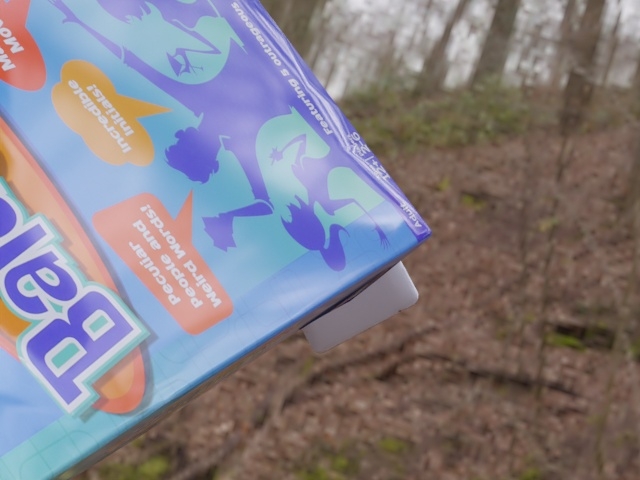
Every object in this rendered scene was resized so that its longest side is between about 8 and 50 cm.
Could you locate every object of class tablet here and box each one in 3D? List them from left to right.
[{"bbox_3d":[0.000,0.000,0.667,0.054,0.083,0.006,-30,-2,24],"label":"tablet"}]

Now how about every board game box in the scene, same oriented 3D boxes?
[{"bbox_3d":[-0.076,-0.024,0.429,0.047,0.210,0.160,-40,-95,35],"label":"board game box"}]
